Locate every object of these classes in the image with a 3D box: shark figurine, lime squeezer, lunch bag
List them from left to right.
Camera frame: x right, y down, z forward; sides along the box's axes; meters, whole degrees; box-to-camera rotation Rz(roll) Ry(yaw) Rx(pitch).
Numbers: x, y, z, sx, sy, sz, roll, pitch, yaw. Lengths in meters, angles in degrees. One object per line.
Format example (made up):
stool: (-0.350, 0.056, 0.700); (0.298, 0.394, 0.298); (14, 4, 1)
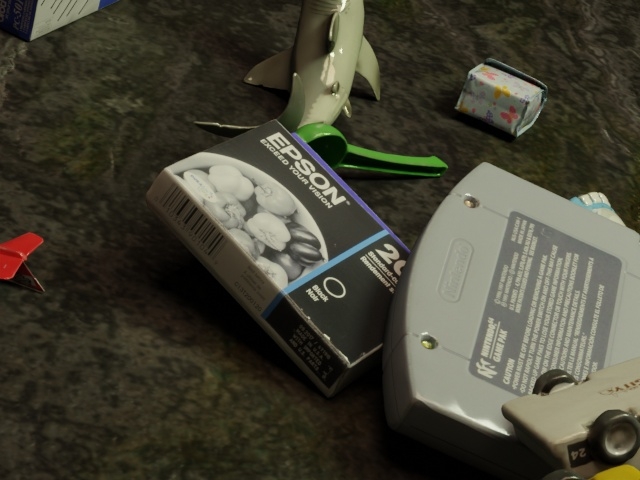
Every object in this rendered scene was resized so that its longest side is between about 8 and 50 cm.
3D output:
shark figurine: (-0.027, -0.146, 1.741); (0.116, 0.166, 0.278); (-1, 43, 21)
lime squeezer: (-0.002, -0.040, 1.603); (0.110, 0.059, 0.310); (52, 33, 0)
lunch bag: (0.178, -0.141, 1.849); (0.071, 0.053, 0.083); (26, 22, 14)

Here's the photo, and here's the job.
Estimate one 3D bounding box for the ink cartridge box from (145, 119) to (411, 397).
ink cartridge box: (0.000, 0.000, 1.467); (0.206, 0.045, 0.208); (46, 36, 11)

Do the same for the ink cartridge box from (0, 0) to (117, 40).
ink cartridge box: (-0.226, -0.266, 1.809); (0.046, 0.097, 0.207); (26, 31, 17)

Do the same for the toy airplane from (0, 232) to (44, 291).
toy airplane: (-0.271, 0.002, 1.402); (0.151, 0.028, 0.151); (12, 32, -7)

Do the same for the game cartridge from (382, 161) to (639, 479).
game cartridge: (0.150, 0.065, 1.419); (0.196, 0.060, 0.294); (28, 39, -5)

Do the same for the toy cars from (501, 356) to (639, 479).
toy cars: (0.174, 0.165, 1.201); (0.176, 0.087, 0.393); (0, 22, 32)

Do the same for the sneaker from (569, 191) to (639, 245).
sneaker: (0.208, 0.011, 1.591); (0.190, 0.071, 0.083); (-17, 49, -44)
